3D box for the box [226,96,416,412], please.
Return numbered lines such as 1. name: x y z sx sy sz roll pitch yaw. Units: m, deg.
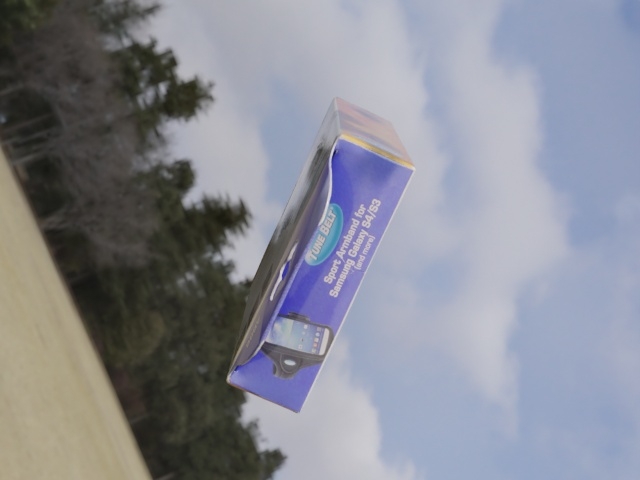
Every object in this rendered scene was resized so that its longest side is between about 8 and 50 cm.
1. box: 0.000 0.000 0.372 0.136 0.028 0.081 -96 -150 -77
